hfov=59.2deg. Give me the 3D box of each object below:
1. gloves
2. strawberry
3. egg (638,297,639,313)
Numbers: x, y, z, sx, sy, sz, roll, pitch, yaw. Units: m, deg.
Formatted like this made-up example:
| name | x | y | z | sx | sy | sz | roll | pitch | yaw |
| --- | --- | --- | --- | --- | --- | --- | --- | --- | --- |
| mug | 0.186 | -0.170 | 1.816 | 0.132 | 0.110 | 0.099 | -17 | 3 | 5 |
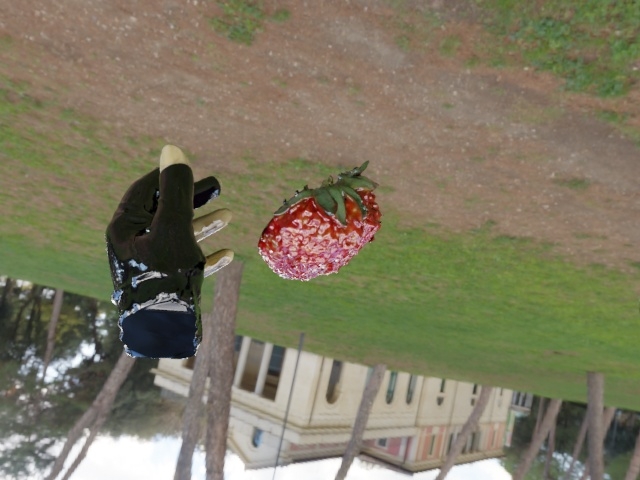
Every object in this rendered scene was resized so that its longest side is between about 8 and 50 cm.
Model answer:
| name | x | y | z | sx | sy | sz | roll | pitch | yaw |
| --- | --- | --- | --- | --- | --- | --- | --- | --- | --- |
| gloves | -0.195 | -0.004 | 0.734 | 0.152 | 0.301 | 0.197 | 12 | 134 | 0 |
| strawberry | -0.012 | 0.007 | 0.755 | 0.174 | 0.098 | 0.228 | -23 | 162 | -48 |
| egg | 0.485 | 0.092 | 0.646 | 0.231 | 0.169 | 0.169 | 12 | 173 | 1 |
